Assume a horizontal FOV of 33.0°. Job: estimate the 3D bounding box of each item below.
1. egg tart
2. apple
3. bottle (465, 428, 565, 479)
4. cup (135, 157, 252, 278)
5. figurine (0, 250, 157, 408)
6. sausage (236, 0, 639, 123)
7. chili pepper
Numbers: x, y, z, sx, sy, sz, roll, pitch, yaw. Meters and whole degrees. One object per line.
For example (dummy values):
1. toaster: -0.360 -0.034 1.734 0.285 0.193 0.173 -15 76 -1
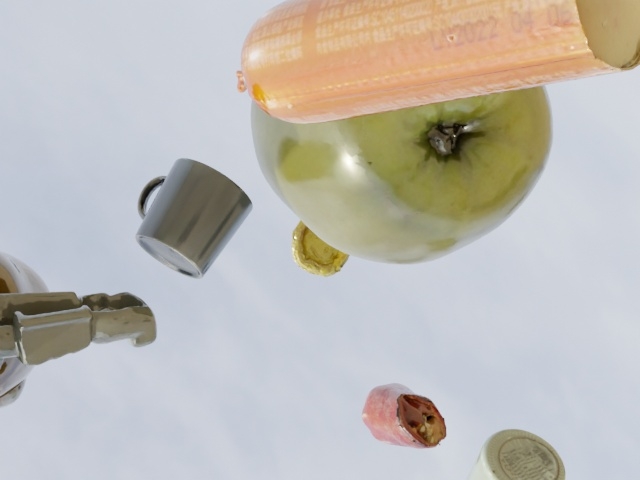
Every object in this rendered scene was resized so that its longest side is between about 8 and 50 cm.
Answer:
1. egg tart: 0.000 0.000 1.555 0.105 0.039 0.105 -1 -87 -22
2. apple: 0.071 -0.099 0.967 0.262 0.262 0.262 27 -133 -33
3. bottle: 0.208 0.338 1.297 0.104 0.245 0.104 9 -139 -8
4. cup: -0.119 -0.020 0.927 0.077 0.100 0.078 -59 -34 -18
5. figurine: -0.315 0.079 0.873 0.342 0.167 0.285 18 -168 4
6. sausage: 0.041 -0.099 0.532 0.071 0.234 0.071 4 -95 -47
7. chili pepper: 0.101 0.241 1.497 0.084 0.192 0.086 -10 -90 -22
